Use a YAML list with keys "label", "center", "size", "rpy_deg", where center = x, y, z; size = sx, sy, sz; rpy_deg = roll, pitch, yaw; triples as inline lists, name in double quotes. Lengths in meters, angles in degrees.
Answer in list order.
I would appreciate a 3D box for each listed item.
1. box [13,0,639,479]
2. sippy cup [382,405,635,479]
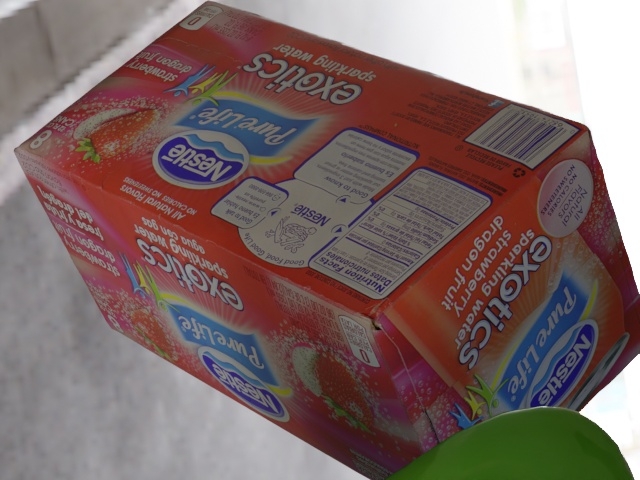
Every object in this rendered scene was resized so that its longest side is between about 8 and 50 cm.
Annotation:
- label: "box"
  center: [0.000, 0.000, 0.815]
  size: [0.257, 0.128, 0.123]
  rpy_deg: [24, -34, 46]
- label: "sippy cup"
  center: [0.112, 0.180, 0.592]
  size: [0.240, 0.224, 0.305]
  rpy_deg: [66, 7, 15]
